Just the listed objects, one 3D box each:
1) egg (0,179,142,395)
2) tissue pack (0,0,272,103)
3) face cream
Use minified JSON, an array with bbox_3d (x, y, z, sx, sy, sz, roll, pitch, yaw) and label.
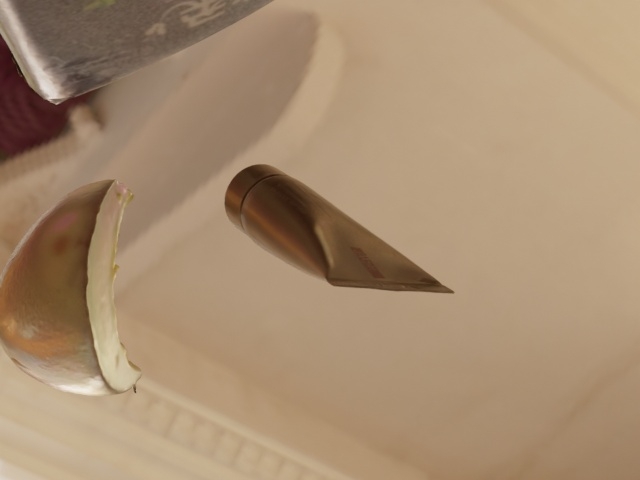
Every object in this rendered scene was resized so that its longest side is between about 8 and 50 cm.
[{"bbox_3d":[-0.321,0.070,2.210,0.161,0.271,0.206,-1,-163,13],"label":"egg"},{"bbox_3d":[-0.122,-0.270,1.169,0.288,0.394,0.124,-27,-114,-4],"label":"tissue pack"},{"bbox_3d":[0.000,0.000,1.889,0.341,0.137,0.084,34,-65,59],"label":"face cream"}]
